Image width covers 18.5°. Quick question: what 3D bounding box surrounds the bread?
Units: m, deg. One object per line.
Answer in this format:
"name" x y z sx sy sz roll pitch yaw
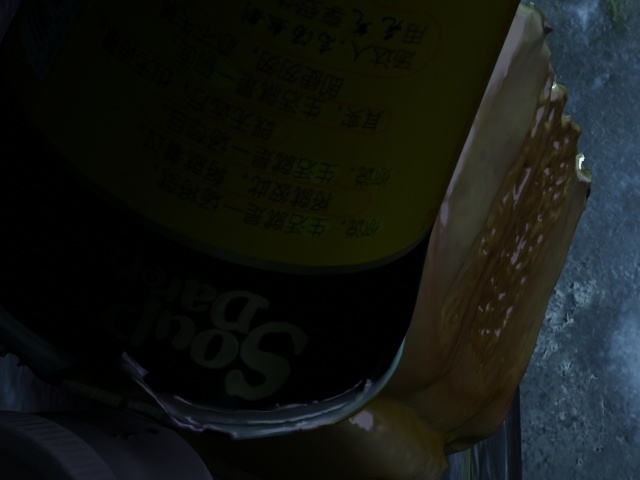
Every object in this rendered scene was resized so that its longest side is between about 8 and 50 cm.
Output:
"bread" 0.000 0.000 1.042 0.270 0.211 0.315 -66 153 -16

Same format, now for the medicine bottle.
"medicine bottle" -0.104 0.114 0.735 0.168 0.105 0.105 21 66 -78

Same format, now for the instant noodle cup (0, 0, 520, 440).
"instant noodle cup" -0.023 -0.077 0.734 0.215 0.215 0.236 -77 -170 -55
